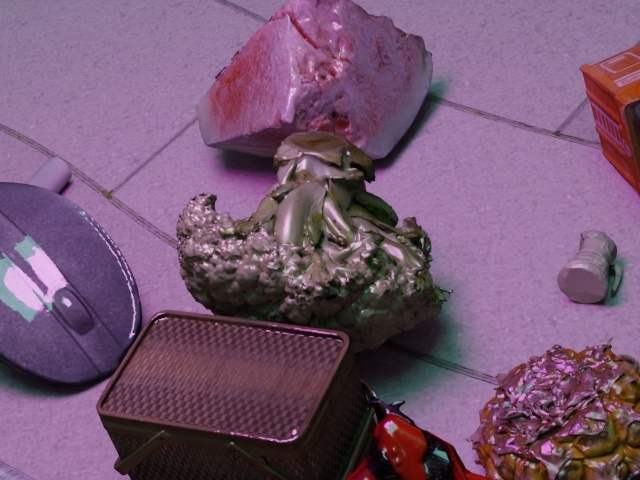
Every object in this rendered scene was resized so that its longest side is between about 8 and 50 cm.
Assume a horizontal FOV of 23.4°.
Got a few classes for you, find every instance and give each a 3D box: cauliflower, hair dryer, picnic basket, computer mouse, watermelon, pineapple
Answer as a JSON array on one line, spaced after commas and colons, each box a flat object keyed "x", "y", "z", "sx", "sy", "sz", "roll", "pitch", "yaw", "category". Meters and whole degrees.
[{"x": 0.000, "y": 0.000, "z": 1.695, "sx": 0.272, "sy": 0.275, "sz": 0.250, "roll": 5, "pitch": 84, "yaw": 27, "category": "cauliflower"}, {"x": -0.330, "y": -0.035, "z": 2.048, "sx": 0.183, "sy": 0.044, "sz": 0.155, "roll": 13, "pitch": 50, "yaw": 25, "category": "hair dryer"}, {"x": -0.083, "y": 0.186, "z": 1.608, "sx": 0.267, "sy": 0.139, "sz": 0.165, "roll": 5, "pitch": 44, "yaw": 25, "category": "picnic basket"}, {"x": -0.370, "y": 0.034, "z": 1.881, "sx": 0.203, "sy": 0.114, "sz": 0.374, "roll": -38, "pitch": 53, "yaw": -26, "category": "computer mouse"}, {"x": -0.010, "y": -0.206, "z": 2.003, "sx": 0.310, "sy": 0.232, "sz": 0.193, "roll": 5, "pitch": 76, "yaw": 2, "category": "watermelon"}, {"x": 0.236, "y": 0.173, "z": 1.521, "sx": 0.225, "sy": 0.076, "sz": 0.225, "roll": -23, "pitch": 32, "yaw": 15, "category": "pineapple"}]

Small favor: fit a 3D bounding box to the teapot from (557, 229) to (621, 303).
[{"x": 0.306, "y": 0.028, "z": 1.728, "sx": 0.067, "sy": 0.057, "sz": 0.083, "roll": 32, "pitch": 46, "yaw": -2, "category": "teapot"}]

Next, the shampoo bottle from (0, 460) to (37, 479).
[{"x": -0.343, "y": 0.269, "z": 1.669, "sx": 0.195, "sy": 0.056, "sz": 0.056, "roll": 20, "pitch": 51, "yaw": 37, "category": "shampoo bottle"}]

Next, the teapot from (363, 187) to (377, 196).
[{"x": 0.045, "y": -0.021, "z": 1.864, "sx": 0.076, "sy": 0.068, "sz": 0.121, "roll": -3, "pitch": 40, "yaw": 16, "category": "teapot"}]

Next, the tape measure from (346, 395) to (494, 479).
[{"x": 0.100, "y": 0.299, "z": 1.331, "sx": 0.260, "sy": 0.114, "sz": 0.253, "roll": 29, "pitch": 85, "yaw": 11, "category": "tape measure"}]

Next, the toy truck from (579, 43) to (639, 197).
[{"x": 0.513, "y": -0.196, "z": 1.824, "sx": 0.388, "sy": 0.173, "sz": 0.207, "roll": -24, "pitch": 30, "yaw": -4, "category": "toy truck"}]
